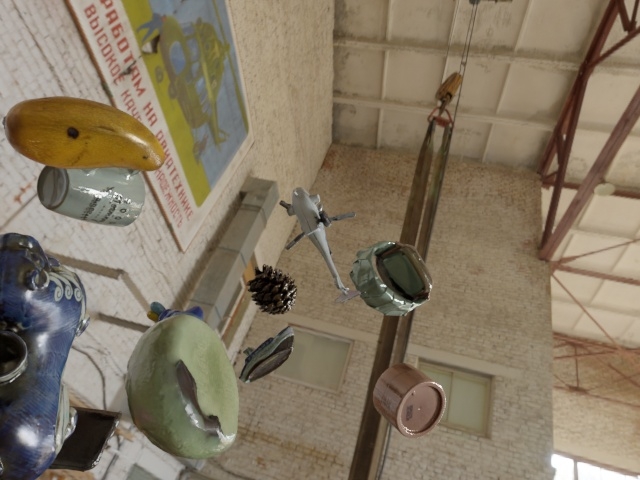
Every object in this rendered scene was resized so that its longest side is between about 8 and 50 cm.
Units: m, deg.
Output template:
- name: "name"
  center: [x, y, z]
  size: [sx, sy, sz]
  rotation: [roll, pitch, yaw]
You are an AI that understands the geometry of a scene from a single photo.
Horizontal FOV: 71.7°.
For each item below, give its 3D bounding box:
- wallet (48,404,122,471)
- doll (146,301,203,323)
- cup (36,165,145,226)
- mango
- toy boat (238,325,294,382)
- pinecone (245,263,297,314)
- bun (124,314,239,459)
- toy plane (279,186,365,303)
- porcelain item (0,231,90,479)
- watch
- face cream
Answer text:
- name: "wallet"
  center: [-0.706, 0.498, 1.145]
  size: [0.318, 0.172, 0.045]
  rotation: [8, -54, 0]
- name: "doll"
  center: [-0.528, 0.403, 1.691]
  size: [0.376, 0.187, 0.365]
  rotation: [-13, -78, 18]
- name: "cup"
  center: [-0.626, -0.164, 1.250]
  size: [0.258, 0.234, 0.186]
  rotation: [-42, -108, 15]
- name: "mango"
  center: [-0.473, -0.216, 0.911]
  size: [0.295, 0.120, 0.177]
  rotation: [1, -19, -26]
- name: "toy boat"
  center: [-0.201, 0.409, 1.622]
  size: [0.262, 0.115, 0.114]
  rotation: [-36, -42, 3]
- name: "pinecone"
  center: [-0.193, 0.196, 1.736]
  size: [0.205, 0.184, 0.179]
  rotation: [29, -1, -10]
- name: "bun"
  center: [-0.287, 0.295, 0.874]
  size: [0.179, 0.283, 0.283]
  rotation: [-23, -48, 5]
- name: "toy plane"
  center: [-0.009, 0.006, 0.995]
  size: [0.182, 0.273, 0.107]
  rotation: [-9, -15, 16]
- name: "porcelain item"
  center: [-0.360, 0.142, 0.521]
  size: [0.138, 0.288, 0.186]
  rotation: [8, -28, -17]
- name: "watch"
  center: [0.215, 0.121, 1.376]
  size: [0.162, 0.241, 0.253]
  rotation: [-32, -92, 38]
- name: "face cream"
  center: [0.219, 0.392, 1.094]
  size: [0.149, 0.149, 0.104]
  rotation: [43, -10, -27]
